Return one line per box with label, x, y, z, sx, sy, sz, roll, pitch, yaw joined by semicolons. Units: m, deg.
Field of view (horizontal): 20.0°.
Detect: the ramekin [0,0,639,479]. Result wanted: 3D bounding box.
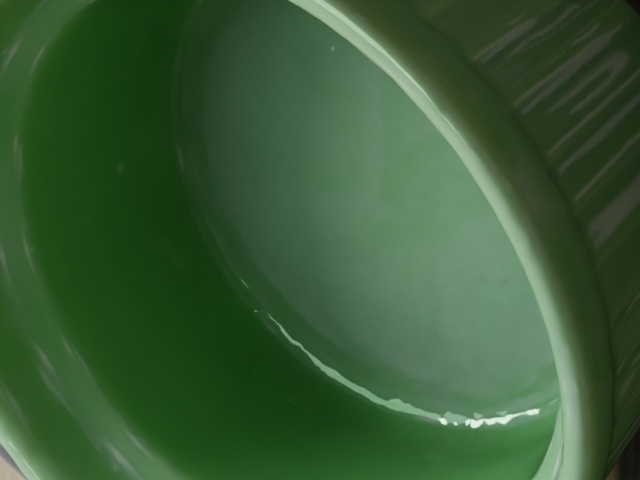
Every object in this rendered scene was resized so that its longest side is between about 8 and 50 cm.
ramekin;0.000;0.000;0.701;0.303;0.148;0.303;19;126;28
